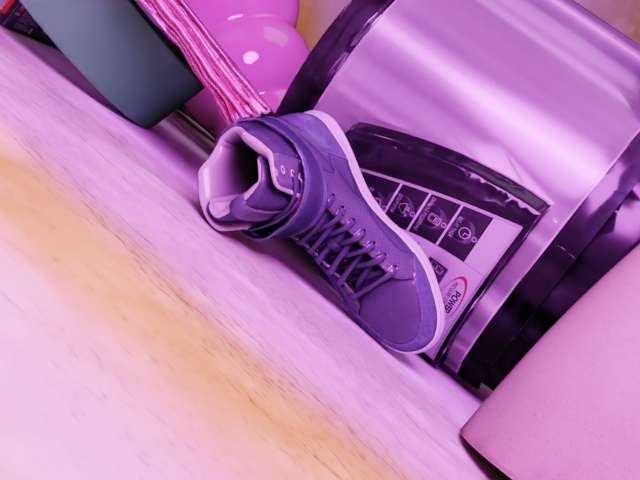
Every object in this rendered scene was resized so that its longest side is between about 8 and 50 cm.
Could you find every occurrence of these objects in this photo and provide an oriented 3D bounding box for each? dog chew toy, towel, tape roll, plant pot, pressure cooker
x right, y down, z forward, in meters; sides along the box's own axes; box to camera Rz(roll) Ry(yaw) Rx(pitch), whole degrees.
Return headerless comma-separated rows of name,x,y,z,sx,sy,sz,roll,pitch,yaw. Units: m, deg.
dog chew toy,-0.103,-0.231,1.258,0.332,0.206,0.206,70,13,14
towel,-0.130,-0.202,0.929,0.237,0.037,0.329,52,3,-6
tape roll,-0.236,-0.260,0.954,0.321,0.077,0.321,54,5,-7
plant pot,0.276,0.087,0.651,0.256,0.274,0.256,33,0,0
pressure cooker,0.196,-0.053,0.962,0.420,0.375,0.370,39,2,13

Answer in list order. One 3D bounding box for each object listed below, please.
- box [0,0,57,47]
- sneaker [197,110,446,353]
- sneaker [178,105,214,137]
box,-0.312,-0.248,0.972,0.114,0.036,0.207,39,5,0
sneaker,-0.002,0.000,0.749,0.226,0.086,0.163,58,26,10
sneaker,-0.150,-0.191,1.447,0.217,0.079,0.121,43,-8,-34
